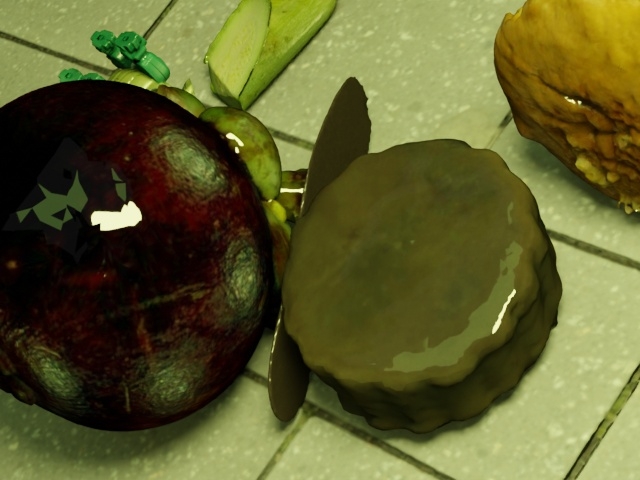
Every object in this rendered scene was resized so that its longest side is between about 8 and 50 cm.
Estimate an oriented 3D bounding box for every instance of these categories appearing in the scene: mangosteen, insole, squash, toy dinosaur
[{"bbox_3d":[-0.172,0.002,1.300,0.330,0.330,0.330,-18,49,22],"label":"mangosteen"},{"bbox_3d":[0.000,0.000,1.320,0.007,0.111,0.327,1,62,25],"label":"insole"},{"bbox_3d":[-0.039,-0.225,1.540,0.200,0.075,0.090,-48,19,-10],"label":"squash"},{"bbox_3d":[-0.193,-0.144,1.544,0.094,0.153,0.259,-49,36,-11],"label":"toy dinosaur"}]

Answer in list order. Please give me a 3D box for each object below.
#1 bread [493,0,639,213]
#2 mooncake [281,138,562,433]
[{"bbox_3d":[0.252,-0.122,1.146,0.268,0.268,0.145,19,65,42],"label":"bread"},{"bbox_3d":[0.084,0.040,1.223,0.228,0.124,0.228,-14,55,21],"label":"mooncake"}]
